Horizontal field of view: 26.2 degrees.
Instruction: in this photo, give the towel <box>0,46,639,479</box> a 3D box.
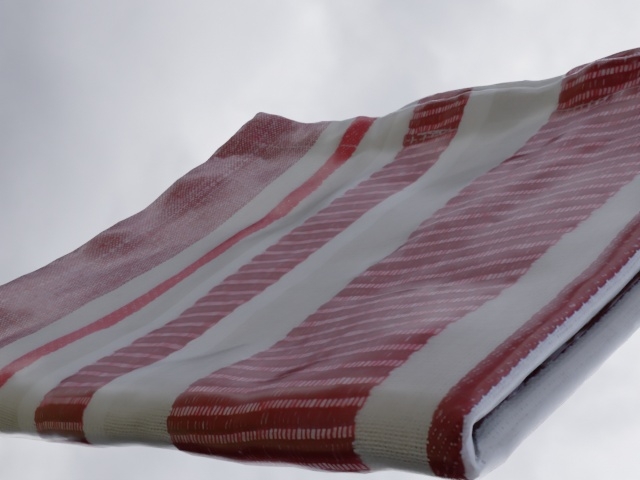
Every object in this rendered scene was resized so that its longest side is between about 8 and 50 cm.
[{"bbox_3d":[0.000,0.000,0.507,0.329,0.237,0.037,-5,-64,50],"label":"towel"}]
